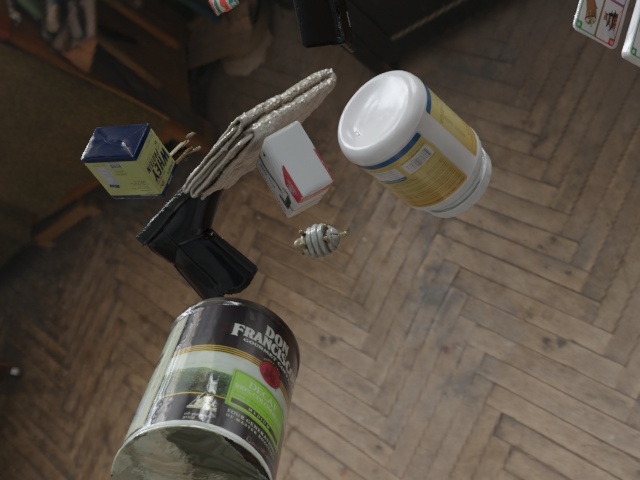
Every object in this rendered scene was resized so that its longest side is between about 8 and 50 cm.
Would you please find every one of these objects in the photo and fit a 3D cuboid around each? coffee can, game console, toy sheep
[{"bbox_3d":[-0.142,0.234,1.125,0.201,0.201,0.275,-34,21,22],"label":"coffee can"},{"bbox_3d":[0.007,-0.400,1.509,0.071,0.107,0.122,-13,84,17],"label":"game console"},{"bbox_3d":[0.000,0.000,1.961,0.132,0.091,0.091,-10,66,17],"label":"toy sheep"}]

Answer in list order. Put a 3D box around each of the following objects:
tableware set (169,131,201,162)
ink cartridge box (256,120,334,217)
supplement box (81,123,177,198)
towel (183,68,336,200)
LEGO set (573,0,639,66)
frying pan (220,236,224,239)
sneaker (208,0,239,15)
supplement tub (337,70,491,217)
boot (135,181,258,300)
[{"bbox_3d":[-0.312,-0.181,1.850,0.128,0.039,0.194,-46,9,3],"label":"tableware set"},{"bbox_3d":[-0.039,-0.096,1.184,0.056,0.135,0.099,-31,86,-14],"label":"ink cartridge box"},{"bbox_3d":[-0.246,-0.101,1.085,0.083,0.083,0.056,0,55,24],"label":"supplement box"},{"bbox_3d":[-0.088,-0.165,1.307,0.049,0.282,0.187,48,130,-1],"label":"towel"},{"bbox_3d":[0.302,-0.266,0.737,0.060,0.182,0.244,11,85,63],"label":"LEGO set"},{"bbox_3d":[-0.207,0.180,1.679,0.197,0.053,0.326,-121,31,-60],"label":"frying pan"},{"bbox_3d":[-0.208,-0.588,1.932,0.075,0.057,0.161,-11,53,21],"label":"sneaker"},{"bbox_3d":[0.137,-0.130,1.181,0.144,0.199,0.144,-27,46,32],"label":"supplement tub"},{"bbox_3d":[-0.186,-0.011,1.509,0.246,0.207,0.094,-42,13,26],"label":"boot"}]
